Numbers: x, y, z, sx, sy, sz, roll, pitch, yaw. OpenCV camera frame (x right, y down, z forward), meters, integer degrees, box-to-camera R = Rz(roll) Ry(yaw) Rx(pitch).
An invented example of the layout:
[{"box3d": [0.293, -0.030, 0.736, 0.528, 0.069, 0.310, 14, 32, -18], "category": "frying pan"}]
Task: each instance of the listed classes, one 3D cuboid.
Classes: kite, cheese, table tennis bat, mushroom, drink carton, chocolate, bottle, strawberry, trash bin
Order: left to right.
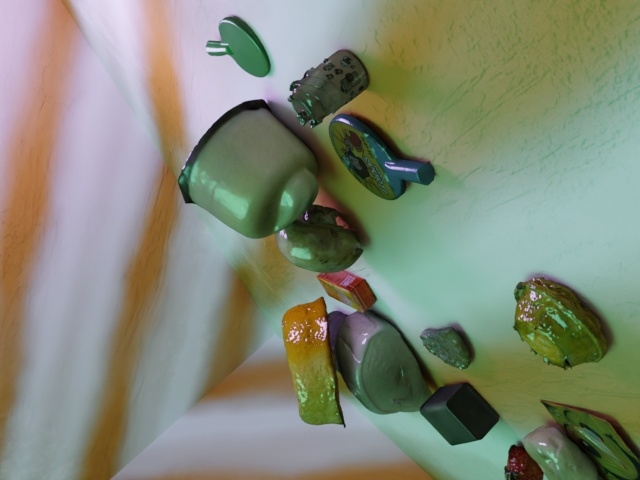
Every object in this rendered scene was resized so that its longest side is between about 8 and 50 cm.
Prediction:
[{"box3d": [-0.206, -0.464, 1.606, 0.257, 0.039, 0.160, 20, 148, 51], "category": "table tennis bat"}, {"box3d": [-0.161, -0.149, 1.716, 0.297, 0.314, 0.326, 44, 162, 8], "category": "chocolate"}, {"box3d": [0.000, 0.000, 1.846, 0.255, 0.184, 0.255, 13, 171, 2], "category": "mushroom"}, {"box3d": [0.005, -0.278, 1.234, 0.099, 0.152, 0.099, 46, 165, 16], "category": "bottle"}, {"box3d": [0.084, 0.156, 2.187, 0.096, 0.071, 0.223, 59, 162, -25], "category": "drink carton"}, {"box3d": [0.119, -0.167, 1.397, 0.329, 0.044, 0.215, 29, 153, 56], "category": "table tennis bat"}, {"box3d": [0.428, 0.533, 2.045, 0.164, 0.122, 0.240, 47, 162, 7], "category": "trash bin"}, {"box3d": [0.595, 0.689, 1.947, 0.107, 0.175, 0.236, 7, -177, 22], "category": "strawberry"}, {"box3d": [0.609, 0.567, 1.649, 0.263, 0.093, 0.159, 53, 166, -18], "category": "cheese"}, {"box3d": [0.633, 0.473, 1.524, 0.327, 0.013, 0.377, 39, 164, 36], "category": "kite"}]

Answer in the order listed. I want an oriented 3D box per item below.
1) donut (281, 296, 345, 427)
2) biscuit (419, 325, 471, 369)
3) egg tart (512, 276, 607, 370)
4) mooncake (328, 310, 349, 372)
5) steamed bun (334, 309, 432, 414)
[{"box3d": [-0.025, 0.436, 2.265, 0.377, 0.163, 0.435, -100, 1, -57], "category": "donut"}, {"box3d": [0.354, 0.297, 1.835, 0.141, 0.038, 0.290, 48, 166, 3], "category": "biscuit"}, {"box3d": [0.429, 0.163, 1.235, 0.212, 0.090, 0.212, 47, 168, 13], "category": "egg tart"}, {"box3d": [0.093, 0.410, 2.608, 0.306, 0.154, 0.306, 46, 165, 16], "category": "mooncake"}, {"box3d": [0.189, 0.441, 2.253, 0.383, 0.236, 0.247, 58, 169, -23], "category": "steamed bun"}]
